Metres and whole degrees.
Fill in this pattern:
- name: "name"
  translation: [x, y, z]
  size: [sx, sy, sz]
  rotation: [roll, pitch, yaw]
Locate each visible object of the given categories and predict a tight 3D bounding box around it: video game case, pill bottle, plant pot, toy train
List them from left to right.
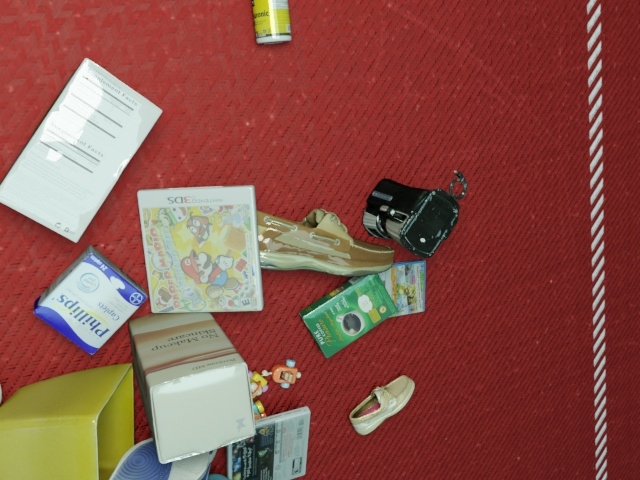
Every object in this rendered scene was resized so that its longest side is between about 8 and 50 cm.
- name: "plant pot"
  translation: [-0.429, 0.338, 0.992]
  size: [0.187, 0.212, 0.212]
  rotation: [2, 101, -3]
- name: "video game case"
  translation: [-0.212, 0.018, 1.068]
  size: [0.206, 0.026, 0.227]
  rotation: [-2, 104, 5]
- name: "video game case"
  translation: [-0.108, 0.435, 1.230]
  size: [0.173, 0.022, 0.191]
  rotation: [-9, 122, -23]
- name: "toy train"
  translation: [-0.105, 0.323, 1.221]
  size: [0.125, 0.046, 0.167]
  rotation: [16, 94, -26]
- name: "pill bottle"
  translation: [-0.088, -0.411, 1.061]
  size: [0.065, 0.065, 0.117]
  rotation: [-11, 105, -22]
- name: "video game case"
  translation: [0.156, 0.109, 1.313]
  size: [0.166, 0.015, 0.119]
  rotation: [-6, 103, -23]

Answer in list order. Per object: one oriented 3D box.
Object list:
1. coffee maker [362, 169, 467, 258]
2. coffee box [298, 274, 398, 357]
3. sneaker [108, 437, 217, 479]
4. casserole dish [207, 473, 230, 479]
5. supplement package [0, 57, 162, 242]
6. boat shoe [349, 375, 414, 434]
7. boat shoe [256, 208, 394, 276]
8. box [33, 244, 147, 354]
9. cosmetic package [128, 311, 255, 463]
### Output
- name: "coffee maker"
  translation: [0.187, -0.062, 1.199]
  size: [0.171, 0.178, 0.120]
  rotation: [-35, 115, -11]
- name: "coffee box"
  translation: [0.058, 0.148, 1.250]
  size: [0.184, 0.040, 0.113]
  rotation: [-34, 110, -8]
- name: "sneaker"
  translation: [-0.255, 0.417, 1.061]
  size: [0.127, 0.315, 0.182]
  rotation: [19, 107, 9]
- name: "casserole dish"
  translation: [-0.197, 0.534, 1.212]
  size: [0.114, 0.037, 0.188]
  rotation: [-35, 117, 14]
- name: "supplement package"
  translation: [-0.381, -0.143, 0.944]
  size: [0.133, 0.139, 0.244]
  rotation: [34, 85, -27]
- name: "boat shoe"
  translation: [0.136, 0.357, 1.330]
  size: [0.170, 0.063, 0.059]
  rotation: [-41, 120, -11]
- name: "boat shoe"
  translation: [0.000, 0.000, 1.161]
  size: [0.323, 0.122, 0.120]
  rotation: [5, 96, -26]
- name: "box"
  translation: [-0.393, 0.102, 1.028]
  size: [0.137, 0.072, 0.126]
  rotation: [-48, 115, -8]
- name: "cosmetic package"
  translation: [-0.226, 0.221, 1.004]
  size: [0.153, 0.296, 0.129]
  rotation: [-10, 106, -23]
